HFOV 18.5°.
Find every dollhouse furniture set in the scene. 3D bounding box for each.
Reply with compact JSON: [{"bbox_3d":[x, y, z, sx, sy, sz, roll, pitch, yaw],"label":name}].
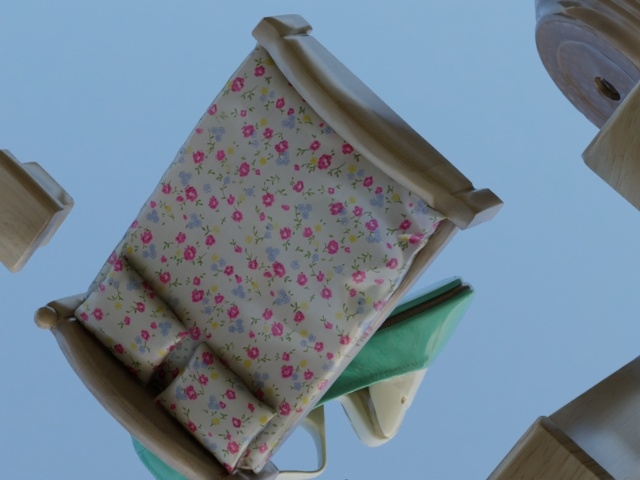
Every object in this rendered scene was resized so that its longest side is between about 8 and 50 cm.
[{"bbox_3d":[0.000,0.000,0.858,0.355,0.303,0.174,42,-158,13],"label":"dollhouse furniture set"}]

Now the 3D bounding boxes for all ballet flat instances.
[{"bbox_3d":[-0.001,0.102,1.249,0.247,0.083,0.087,-21,-93,-20],"label":"ballet flat"}]

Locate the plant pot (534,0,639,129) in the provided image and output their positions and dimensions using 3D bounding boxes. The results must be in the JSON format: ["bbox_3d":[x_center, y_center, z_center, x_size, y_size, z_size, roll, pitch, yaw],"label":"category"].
[{"bbox_3d":[0.209,-0.130,1.204,0.237,0.237,0.110,41,-105,14],"label":"plant pot"}]
